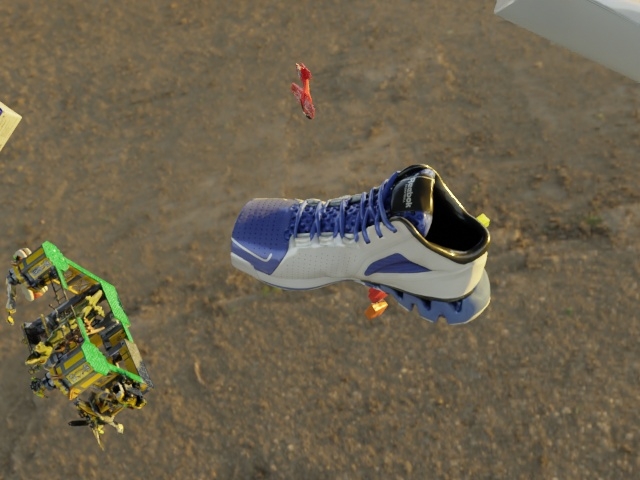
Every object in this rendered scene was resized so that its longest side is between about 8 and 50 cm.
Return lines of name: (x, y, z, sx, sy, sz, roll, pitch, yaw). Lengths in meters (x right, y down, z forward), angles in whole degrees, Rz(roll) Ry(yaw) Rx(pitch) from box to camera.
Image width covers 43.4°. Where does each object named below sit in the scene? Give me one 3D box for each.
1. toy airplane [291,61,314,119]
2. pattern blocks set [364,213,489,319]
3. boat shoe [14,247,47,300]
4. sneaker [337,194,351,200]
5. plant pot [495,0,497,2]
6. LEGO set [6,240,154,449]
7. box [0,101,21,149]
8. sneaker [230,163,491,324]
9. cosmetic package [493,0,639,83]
toy airplane: (-0.038, -0.357, 1.907, 0.028, 0.151, 0.151, -19, 34, -13)
pattern blocks set: (0.194, 0.047, 1.492, 0.285, 0.325, 0.026, -37, 75, -5)
boat shoe: (-0.554, 0.061, 1.546, 0.043, 0.137, 0.049, -32, 58, -33)
sneaker: (0.000, 0.000, 1.633, 0.124, 0.107, 0.283, -34, 2, -28)
plant pot: (0.365, -0.521, 1.563, 0.082, 0.081, 0.083, -16, 38, 2)
LEGO set: (-0.444, 0.187, 1.359, 0.192, 0.255, 0.331, -36, 66, 5)
box: (-0.642, -0.215, 1.460, 0.137, 0.072, 0.126, 34, 93, 7)
sneaker: (0.059, -0.020, 0.935, 0.316, 0.182, 0.127, 13, 53, 5)
cosmetic package: (0.345, -0.324, 0.716, 0.285, 0.377, 0.097, 21, -8, -12)
